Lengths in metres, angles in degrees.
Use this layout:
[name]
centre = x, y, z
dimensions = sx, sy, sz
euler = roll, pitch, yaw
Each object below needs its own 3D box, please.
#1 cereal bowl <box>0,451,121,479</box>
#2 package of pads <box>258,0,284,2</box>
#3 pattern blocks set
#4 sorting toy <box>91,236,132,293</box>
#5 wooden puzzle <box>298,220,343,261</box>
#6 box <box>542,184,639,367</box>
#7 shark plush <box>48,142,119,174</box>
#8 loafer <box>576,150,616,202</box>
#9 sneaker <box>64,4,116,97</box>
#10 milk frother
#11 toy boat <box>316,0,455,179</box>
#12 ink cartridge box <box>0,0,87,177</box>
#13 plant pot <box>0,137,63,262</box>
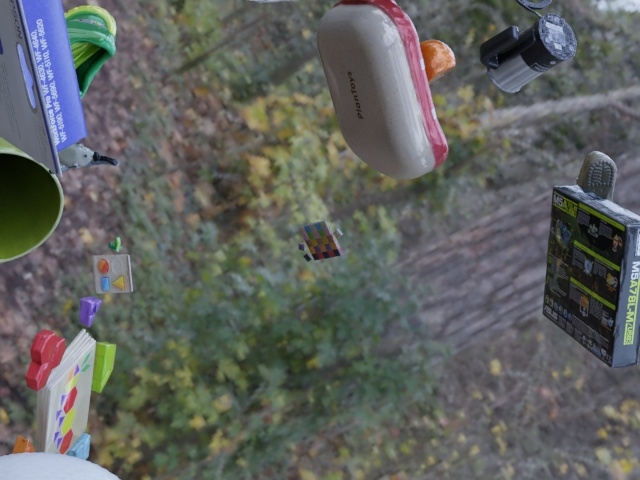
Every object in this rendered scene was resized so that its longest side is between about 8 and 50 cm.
[cereal bowl]
centre = -0.383, 0.394, 1.402
dimensions = 0.339, 0.339, 0.141
euler = 56, 1, -39
[package of pads]
centre = -0.101, -0.442, 1.358
dimensions = 0.296, 0.101, 0.229
euler = -128, -139, -49
[pattern blocks set]
centre = -0.366, 0.232, 1.567
dimensions = 0.285, 0.026, 0.324
euler = -49, 155, -67
[sorting toy]
centre = -0.308, 0.037, 1.612
dimensions = 0.012, 0.062, 0.083
euler = -36, 123, -73
[wooden puzzle]
centre = 0.000, 0.000, 1.391
dimensions = 0.006, 0.083, 0.049
euler = -38, 108, -42
[box]
centre = 0.344, 0.040, 1.385
dimensions = 0.190, 0.045, 0.184
euler = -134, -135, -67
[shark plush]
centre = -0.418, -0.157, 1.971
dimensions = 0.067, 0.161, 0.073
euler = 8, 80, -51
[loafer]
centre = 0.378, -0.061, 1.523
dimensions = 0.050, 0.056, 0.148
euler = -81, 179, -53
[sneaker]
centre = -0.464, -0.277, 1.841
dimensions = 0.109, 0.295, 0.123
euler = 40, 19, -46
[milk frother]
centre = 0.340, -0.346, 1.845
dimensions = 0.129, 0.135, 0.143
euler = 28, 58, -24
[toy boat]
centre = 0.101, -0.193, 1.325
dimensions = 0.151, 0.151, 0.231
euler = 19, -48, 54
[ink cartridge box]
centre = -0.287, -0.181, 0.964
dimensions = 0.333, 0.065, 0.165
euler = 31, -45, 47
[plant pot]
centre = -0.701, -0.146, 2.275
dimensions = 0.275, 0.275, 0.293
euler = 55, 1, -45
